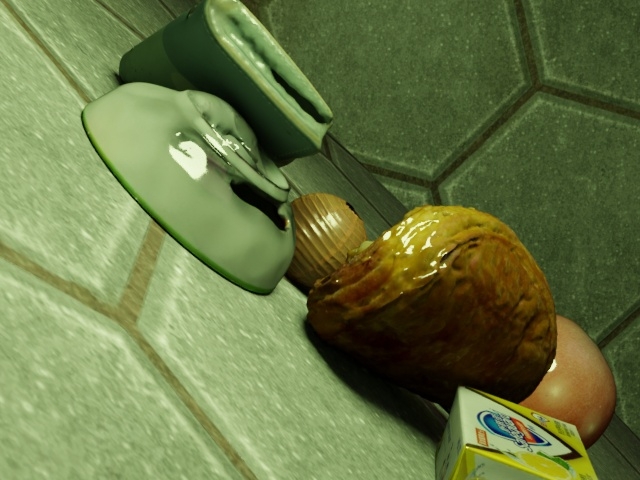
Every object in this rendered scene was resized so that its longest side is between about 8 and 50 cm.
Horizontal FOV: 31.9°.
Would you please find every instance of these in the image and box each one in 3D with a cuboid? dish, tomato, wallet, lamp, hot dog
[{"bbox_3d":[-0.131,-0.093,1.382,0.324,0.124,0.324,44,10,-10],"label":"dish"},{"bbox_3d":[0.377,0.245,1.902,0.255,0.224,0.256,54,6,-9],"label":"tomato"},{"bbox_3d":[-0.135,-0.193,1.531,0.252,0.083,0.360,47,-22,-16],"label":"wallet"},{"bbox_3d":[0.000,0.000,1.549,0.136,0.136,0.136,44,9,-9],"label":"lamp"},{"bbox_3d":[0.152,0.094,1.449,0.387,0.267,0.174,34,34,-44],"label":"hot dog"}]

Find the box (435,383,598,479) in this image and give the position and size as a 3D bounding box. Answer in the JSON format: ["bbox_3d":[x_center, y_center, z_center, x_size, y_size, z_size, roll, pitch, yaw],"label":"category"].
[{"bbox_3d":[0.224,0.270,1.303,0.168,0.097,0.265,21,9,4],"label":"box"}]

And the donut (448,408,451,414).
[{"bbox_3d":[0.207,0.209,1.743,0.184,0.073,0.166,47,12,15],"label":"donut"}]
